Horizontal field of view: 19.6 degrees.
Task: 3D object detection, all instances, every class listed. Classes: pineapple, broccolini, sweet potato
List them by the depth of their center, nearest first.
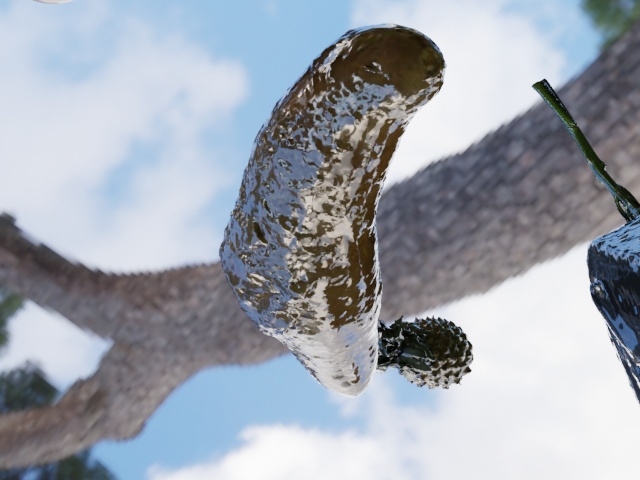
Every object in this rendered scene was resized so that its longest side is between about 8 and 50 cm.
[{"bbox_3d":[-0.003,-0.001,1.120,0.114,0.341,0.092,-1,-129,-8],"label":"sweet potato"},{"bbox_3d":[0.080,0.100,1.716,0.159,0.074,0.074,12,-130,-58],"label":"pineapple"},{"bbox_3d":[0.289,-0.078,1.929,0.042,0.044,0.218,-17,-114,-46],"label":"broccolini"}]

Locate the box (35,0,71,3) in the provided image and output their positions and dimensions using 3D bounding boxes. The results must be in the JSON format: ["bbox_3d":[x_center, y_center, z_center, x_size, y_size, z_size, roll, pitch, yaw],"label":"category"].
[{"bbox_3d":[-0.189,-0.264,1.389,0.146,0.200,0.088,-24,-120,-15],"label":"box"}]

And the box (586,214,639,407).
[{"bbox_3d":[0.338,0.147,1.448,0.091,0.350,0.359,-26,-83,-6],"label":"box"}]
